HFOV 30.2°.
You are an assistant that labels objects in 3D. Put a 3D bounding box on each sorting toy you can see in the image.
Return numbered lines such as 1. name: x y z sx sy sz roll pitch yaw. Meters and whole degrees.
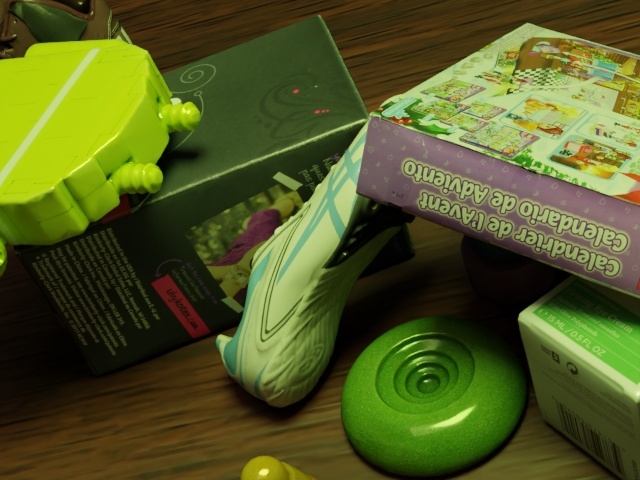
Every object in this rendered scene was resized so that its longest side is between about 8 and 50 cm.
1. sorting toy: 0.047 0.083 0.746 0.127 0.126 0.365 13 52 34

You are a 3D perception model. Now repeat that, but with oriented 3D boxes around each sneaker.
1. sneaker: -0.322 -0.175 1.162 0.281 0.162 0.106 -21 40 0
2. sneaker: 0.000 0.000 0.818 0.086 0.085 0.237 34 100 29

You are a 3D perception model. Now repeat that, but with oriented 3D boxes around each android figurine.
1. android figurine: -0.214 -0.066 0.854 0.272 0.056 0.248 -1 45 27

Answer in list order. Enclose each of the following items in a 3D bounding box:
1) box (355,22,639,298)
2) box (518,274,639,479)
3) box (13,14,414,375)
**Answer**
1. box: 0.176 -0.065 0.779 0.201 0.057 0.293 21 28 21
2. box: 0.189 0.077 0.706 0.087 0.102 0.101 -34 40 -17
3. box: -0.087 -0.038 0.923 0.270 0.143 0.165 -21 41 0
